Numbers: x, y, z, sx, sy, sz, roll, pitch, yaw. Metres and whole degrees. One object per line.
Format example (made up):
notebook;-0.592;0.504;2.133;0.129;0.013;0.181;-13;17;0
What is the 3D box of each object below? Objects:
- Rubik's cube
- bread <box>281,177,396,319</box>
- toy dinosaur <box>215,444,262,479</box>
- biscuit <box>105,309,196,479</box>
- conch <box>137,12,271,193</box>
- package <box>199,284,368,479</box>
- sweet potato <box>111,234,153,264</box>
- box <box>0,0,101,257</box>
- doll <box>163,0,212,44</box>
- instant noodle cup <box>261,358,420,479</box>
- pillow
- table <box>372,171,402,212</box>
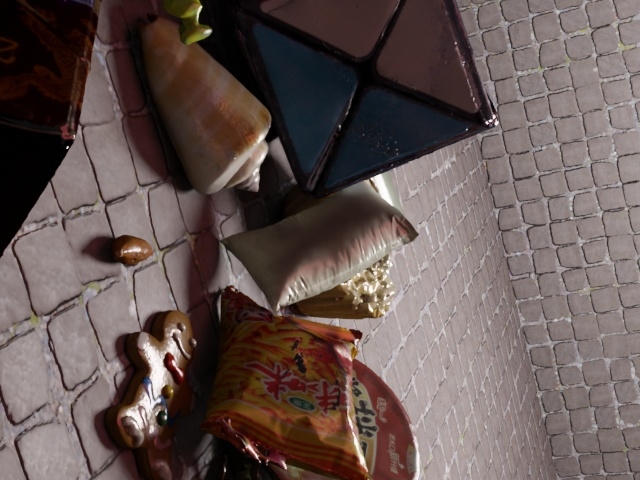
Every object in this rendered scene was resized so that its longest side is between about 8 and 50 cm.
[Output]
Rubik's cube;0.050;-0.276;1.366;0.310;0.307;0.305;-109;178;-66
bread;0.028;-0.002;1.504;0.274;0.149;0.274;-8;90;-74
toy dinosaur;-0.080;0.344;1.134;0.187;0.087;0.178;-68;140;-53
biscuit;-0.177;0.159;1.062;0.205;0.031;0.138;-79;149;-48
conch;-0.135;-0.173;1.200;0.158;0.127;0.255;-70;142;-53
package;-0.039;0.188;1.179;0.223;0.108;0.288;23;35;-15
sweet potato;-0.210;0.011;1.049;0.095;0.034;0.034;14;66;-79
box;-0.249;-0.190;0.719;0.116;0.264;0.415;18;57;-27
doll;-0.223;-0.374;0.919;0.341;0.346;0.099;43;63;5
instant noodle cup;0.002;0.278;1.292;0.274;0.090;0.274;22;40;-20
pillow;-0.001;0.000;1.299;0.144;0.254;0.078;48;-31;28
table;0.052;-0.125;1.653;0.126;0.126;0.220;-71;143;-53
